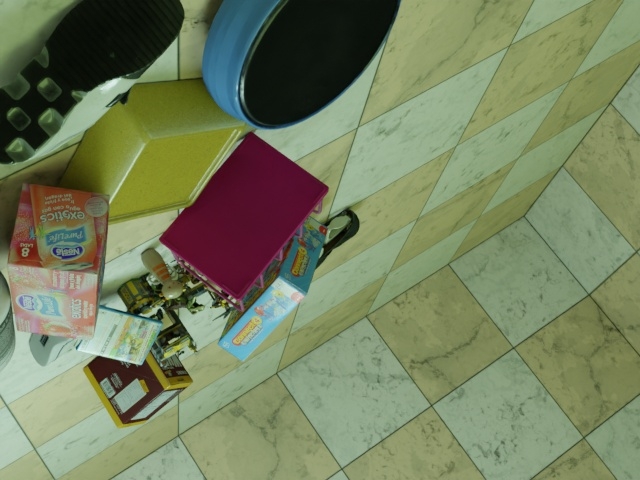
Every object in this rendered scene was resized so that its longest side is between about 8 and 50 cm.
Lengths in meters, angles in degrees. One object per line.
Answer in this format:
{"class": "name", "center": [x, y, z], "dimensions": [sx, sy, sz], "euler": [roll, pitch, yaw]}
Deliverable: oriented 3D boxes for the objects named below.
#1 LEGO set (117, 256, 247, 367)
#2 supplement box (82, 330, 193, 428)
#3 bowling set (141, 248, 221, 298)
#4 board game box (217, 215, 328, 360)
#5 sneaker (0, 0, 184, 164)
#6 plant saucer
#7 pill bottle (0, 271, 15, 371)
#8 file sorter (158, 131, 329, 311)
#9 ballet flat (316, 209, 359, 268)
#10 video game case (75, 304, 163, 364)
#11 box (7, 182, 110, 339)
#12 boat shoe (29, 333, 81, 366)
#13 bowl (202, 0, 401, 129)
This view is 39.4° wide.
{"class": "LEGO set", "center": [-0.318, 0.162, 2.166], "dimensions": [0.331, 0.192, 0.255], "euler": [-27, 161, -30]}
{"class": "supplement box", "center": [-0.483, 0.359, 2.373], "dimensions": [0.194, 0.191, 0.129], "euler": [-39, 164, 12]}
{"class": "bowling set", "center": [-0.239, 0.015, 1.990], "dimensions": [0.287, 0.154, 0.200], "euler": [-24, 160, -38]}
{"class": "board game box", "center": [-0.124, 0.120, 2.376], "dimensions": [0.308, 0.086, 0.302], "euler": [-48, -167, 32]}
{"class": "sneaker", "center": [-0.326, -0.231, 1.243], "dimensions": [0.330, 0.122, 0.146], "euler": [-38, -178, 0]}
{"class": "plant saucer", "center": [-0.286, -0.142, 1.595], "dimensions": [0.332, 0.081, 0.333], "euler": [-18, 156, -48]}
{"class": "pill bottle", "center": [-0.608, 0.125, 1.523], "dimensions": [0.161, 0.161, 0.283], "euler": [-28, 162, -28]}
{"class": "file sorter", "center": [-0.150, -0.028, 1.843], "dimensions": [0.291, 0.202, 0.182], "euler": [-51, 170, -14]}
{"class": "ballet flat", "center": [0.000, 0.000, 2.579], "dimensions": [0.280, 0.095, 0.096], "euler": [-41, 157, -22]}
{"class": "video game case", "center": [-0.455, 0.216, 2.030], "dimensions": [0.166, 0.015, 0.119], "euler": [20, 106, -35]}
{"class": "box", "center": [-0.445, 0.046, 1.534], "dimensions": [0.142, 0.154, 0.300], "euler": [8, 153, -12]}
{"class": "boat shoe", "center": [-0.552, 0.190, 1.943], "dimensions": [0.088, 0.096, 0.267], "euler": [-27, 163, -42]}
{"class": "bowl", "center": [-0.018, -0.346, 1.484], "dimensions": [0.391, 0.077, 0.391], "euler": [-37, 157, -18]}
